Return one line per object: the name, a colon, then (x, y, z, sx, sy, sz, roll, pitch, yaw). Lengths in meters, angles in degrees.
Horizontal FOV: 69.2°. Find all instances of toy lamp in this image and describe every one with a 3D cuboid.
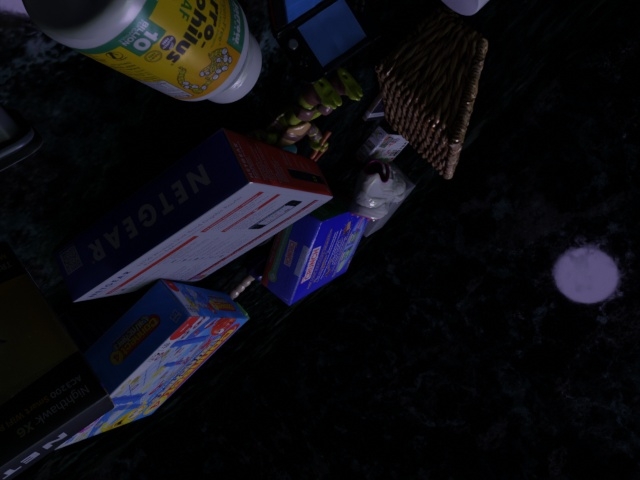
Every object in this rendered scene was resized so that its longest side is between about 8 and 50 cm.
toy lamp: (-0.234, 0.138, 1.319, 0.274, 0.080, 0.080, -45, 166, 14)

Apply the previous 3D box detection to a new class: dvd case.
dvd case: (0.198, -0.365, 1.043, 0.164, 0.018, 0.221, -26, 159, -50)

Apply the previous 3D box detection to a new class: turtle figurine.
turtle figurine: (-0.034, -0.196, 0.771, 0.269, 0.087, 0.217, -16, 169, -47)

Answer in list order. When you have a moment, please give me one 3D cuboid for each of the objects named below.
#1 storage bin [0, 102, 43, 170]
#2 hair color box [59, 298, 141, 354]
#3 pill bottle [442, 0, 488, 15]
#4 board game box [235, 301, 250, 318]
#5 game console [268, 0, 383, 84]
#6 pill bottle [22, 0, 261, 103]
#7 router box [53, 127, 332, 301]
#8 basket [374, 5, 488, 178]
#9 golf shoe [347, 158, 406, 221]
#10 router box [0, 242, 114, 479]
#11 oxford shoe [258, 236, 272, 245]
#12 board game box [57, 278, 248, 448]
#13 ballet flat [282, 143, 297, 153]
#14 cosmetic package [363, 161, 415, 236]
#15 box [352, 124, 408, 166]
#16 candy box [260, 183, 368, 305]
storage bin: (-0.311, -0.091, 0.355, 0.135, 0.098, 0.091, -36, 138, -20)
hair color box: (-0.422, 0.220, 0.985, 0.174, 0.105, 0.347, -45, 166, 12)
pill bottle: (0.290, -0.465, 0.615, 0.323, 0.181, 0.181, -42, 167, 7)
board game box: (-0.288, 0.262, 1.261, 0.213, 0.046, 0.317, -42, 176, -14)
game console: (0.014, -0.298, 0.600, 0.144, 0.124, 0.085, -38, -167, -11)
pill bottle: (-0.137, -0.196, 0.418, 0.117, 0.117, 0.208, -44, 166, 13)
router box: (-0.180, -0.029, 0.745, 0.335, 0.082, 0.301, -30, 171, 18)
basket: (0.270, -0.293, 0.951, 0.213, 0.223, 0.299, -42, 166, 5)
golf shoe: (0.170, -0.163, 1.258, 0.306, 0.115, 0.140, -48, 147, -56)
router box: (-0.437, 0.178, 0.510, 0.309, 0.243, 0.081, -34, 165, -31)
oxford shoe: (-0.138, -0.057, 1.001, 0.096, 0.082, 0.227, -7, 153, -27)
board game box: (-0.318, 0.223, 0.886, 0.308, 0.086, 0.302, -45, 166, 0)
ballet flat: (-0.095, -0.148, 0.891, 0.114, 0.041, 0.041, -41, 167, -1)
cosmetic package: (0.190, -0.135, 1.534, 0.107, 0.127, 0.238, -29, 164, -42)
box: (0.177, -0.260, 1.281, 0.114, 0.036, 0.207, -48, 165, 27)
candy box: (0.000, 0.000, 1.302, 0.317, 0.122, 0.268, -24, 142, -56)
